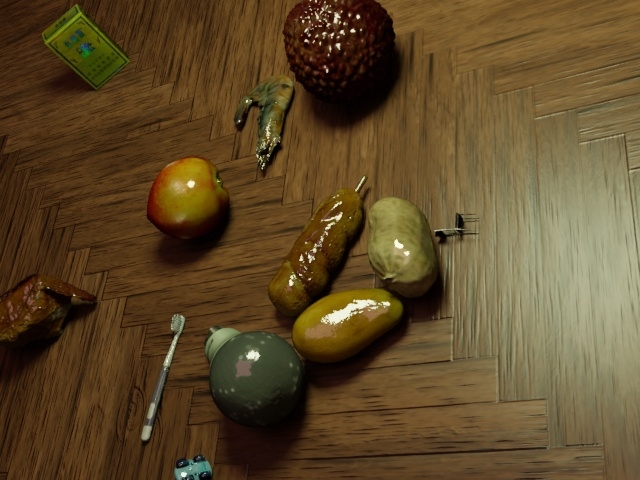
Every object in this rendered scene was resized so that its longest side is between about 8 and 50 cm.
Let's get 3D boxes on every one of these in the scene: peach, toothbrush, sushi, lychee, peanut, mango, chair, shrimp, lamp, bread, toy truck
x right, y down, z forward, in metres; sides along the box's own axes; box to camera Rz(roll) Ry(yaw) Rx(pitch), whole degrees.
[{"bbox_3d":[-0.310,-0.090,1.884,0.197,0.197,0.197,-16,55,24],"label":"peach"},{"bbox_3d":[-0.344,0.295,1.773,0.024,0.026,0.288,-4,61,34],"label":"toothbrush"},{"bbox_3d":[-0.711,0.172,2.009,0.296,0.179,0.167,-39,66,9],"label":"sushi"},{"bbox_3d":[0.040,-0.454,1.832,0.264,0.264,0.300,3,86,34],"label":"lychee"},{"bbox_3d":[0.152,0.010,1.567,0.129,0.129,0.224,-25,46,17],"label":"peanut"},{"bbox_3d":[0.052,0.158,1.562,0.227,0.099,0.136,-23,48,9],"label":"mango"},{"bbox_3d":[0.264,-0.031,1.580,0.086,0.037,0.042,-5,72,25],"label":"chair"},{"bbox_3d":[-0.154,-0.290,1.997,0.169,0.058,0.296,-11,53,34],"label":"shrimp"},{"bbox_3d":[-0.160,0.264,1.605,0.314,0.182,0.182,-2,60,55],"label":"lamp"},{"bbox_3d":[0.001,0.001,1.697,0.124,0.084,0.344,22,75,39],"label":"bread"},{"bbox_3d":[-0.251,0.467,1.587,0.073,0.090,0.056,-6,44,-25],"label":"toy truck"}]

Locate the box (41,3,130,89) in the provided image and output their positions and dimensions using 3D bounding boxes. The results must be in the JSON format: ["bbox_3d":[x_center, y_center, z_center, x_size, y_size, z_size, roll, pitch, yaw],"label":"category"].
[{"bbox_3d":[-0.686,-0.565,2.387,0.141,0.220,0.064,-38,49,7],"label":"box"}]
